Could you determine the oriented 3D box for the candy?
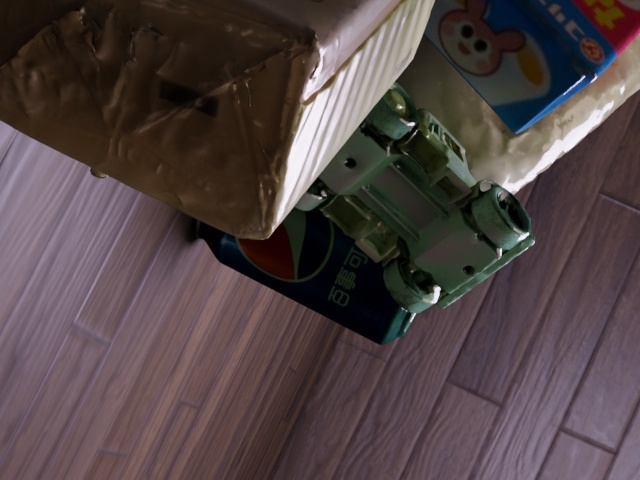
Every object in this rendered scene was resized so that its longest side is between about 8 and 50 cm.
[{"bbox_3d":[0.205,-0.229,1.024,0.306,0.157,0.100,-43,-178,-42],"label":"candy"}]

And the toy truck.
[{"bbox_3d":[0.049,-0.074,0.961,0.128,0.259,0.135,-39,-165,30],"label":"toy truck"}]

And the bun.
[{"bbox_3d":[0.138,-0.172,1.218,0.349,0.227,0.352,-28,-166,30],"label":"bun"}]

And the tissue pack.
[{"bbox_3d":[-0.041,-0.123,0.623,0.234,0.159,0.125,-54,166,-54],"label":"tissue pack"}]

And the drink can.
[{"bbox_3d":[0.000,0.000,1.081,0.118,0.204,0.118,-61,171,-16],"label":"drink can"}]
